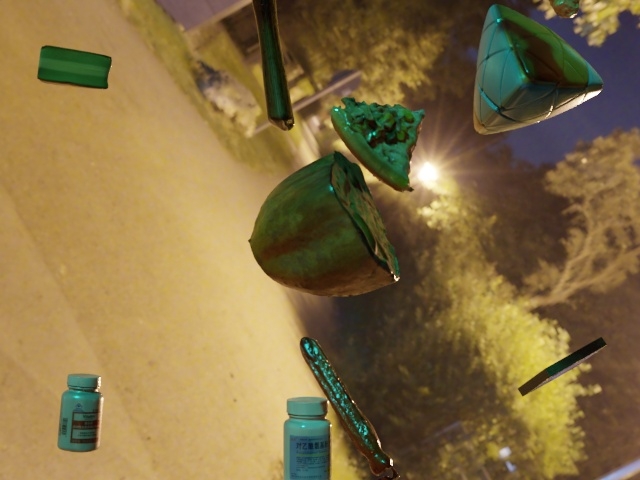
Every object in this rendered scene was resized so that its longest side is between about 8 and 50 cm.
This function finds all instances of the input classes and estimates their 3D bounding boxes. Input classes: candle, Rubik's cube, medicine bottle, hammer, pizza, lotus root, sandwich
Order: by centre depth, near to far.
[{"bbox_3d":[0.000,0.000,1.343,0.199,0.180,0.188,56,16,-12],"label":"lotus root"},{"bbox_3d":[0.117,-0.172,1.491,0.185,0.052,0.195,49,45,4],"label":"pizza"},{"bbox_3d":[0.335,-0.304,1.710,0.254,0.254,0.254,60,3,-5],"label":"Rubik's cube"},{"bbox_3d":[-0.454,0.326,1.780,0.079,0.079,0.140,23,72,-85],"label":"medicine bottle"},{"bbox_3d":[0.051,0.324,1.804,0.329,0.048,0.051,57,-4,21],"label":"candle"},{"bbox_3d":[-0.108,-0.417,1.829,0.242,0.095,0.408,3,80,-77],"label":"hammer"},{"bbox_3d":[-0.479,-0.337,1.833,0.074,0.117,0.074,-8,106,-77],"label":"sandwich"},{"bbox_3d":[-0.027,0.425,1.962,0.103,0.103,0.186,6,84,-86],"label":"medicine bottle"}]

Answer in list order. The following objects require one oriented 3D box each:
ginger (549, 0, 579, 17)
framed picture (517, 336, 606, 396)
[{"bbox_3d":[0.321,-0.467,1.458,0.288,0.089,0.075,62,-32,8],"label":"ginger"},{"bbox_3d":[0.512,0.268,1.991,0.023,0.168,0.128,59,-28,17],"label":"framed picture"}]
